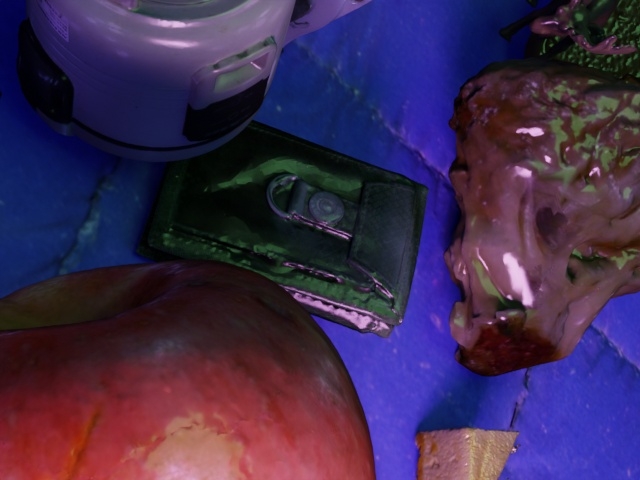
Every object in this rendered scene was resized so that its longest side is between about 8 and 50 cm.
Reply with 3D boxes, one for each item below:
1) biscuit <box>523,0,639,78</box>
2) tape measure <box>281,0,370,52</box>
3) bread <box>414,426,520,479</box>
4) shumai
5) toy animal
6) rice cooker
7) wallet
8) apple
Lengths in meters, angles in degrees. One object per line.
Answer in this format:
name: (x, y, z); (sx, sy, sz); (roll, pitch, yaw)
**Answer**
biscuit: (0.324, -0.169, 1.647); (0.183, 0.047, 0.319); (-24, 102, -19)
tape measure: (-0.042, -0.264, 1.295); (0.181, 0.182, 0.107); (40, 53, -22)
bread: (0.143, 0.230, 1.365); (0.080, 0.084, 0.109); (14, 68, -36)
shumai: (0.252, -0.008, 1.448); (0.346, 0.217, 0.283); (41, 53, -28)
toy animal: (0.267, -0.241, 1.470); (0.093, 0.186, 0.214); (50, 49, -15)
rice cooker: (-0.130, -0.185, 1.150); (0.226, 0.244, 0.226); (5, 66, -12)
wallet: (-0.027, -0.022, 1.266); (0.236, 0.055, 0.160); (20, 61, -11)
apple: (-0.131, 0.190, 0.959); (0.364, 0.364, 0.363); (14, 67, -38)
